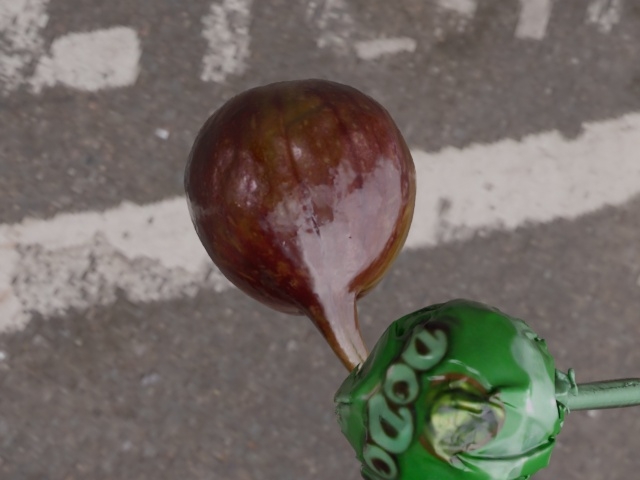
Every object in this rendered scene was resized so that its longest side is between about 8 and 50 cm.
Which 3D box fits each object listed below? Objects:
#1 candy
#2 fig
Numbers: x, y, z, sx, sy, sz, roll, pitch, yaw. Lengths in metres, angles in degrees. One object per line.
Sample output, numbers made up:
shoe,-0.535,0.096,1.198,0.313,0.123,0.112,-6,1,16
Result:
candy,0.111,0.076,0.807,0.323,0.097,0.097,6,105,-62
fig,-0.004,-0.006,1.153,0.175,0.175,0.207,22,48,-46
